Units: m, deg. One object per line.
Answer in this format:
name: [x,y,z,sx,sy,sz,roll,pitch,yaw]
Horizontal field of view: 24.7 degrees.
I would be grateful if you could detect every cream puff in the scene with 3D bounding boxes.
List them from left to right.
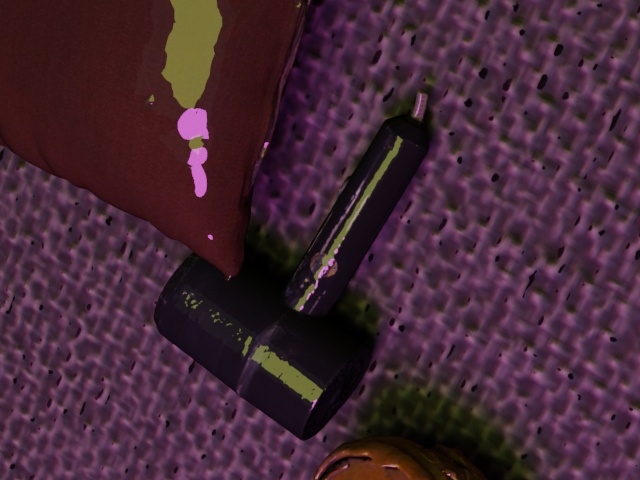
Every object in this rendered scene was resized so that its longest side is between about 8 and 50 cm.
cream puff: [0.052,0.177,0.858,0.133,0.104,0.119,-8,66,20]

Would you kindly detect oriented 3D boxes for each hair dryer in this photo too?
hair dryer: [0.000,0.000,0.868,0.124,0.071,0.219,37,108,14]

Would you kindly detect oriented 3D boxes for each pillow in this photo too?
pillow: [-0.131,-0.174,0.856,0.305,0.108,0.307,25,110,24]
